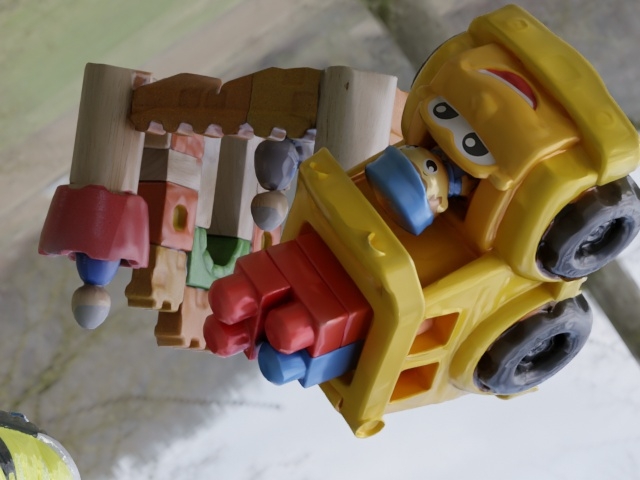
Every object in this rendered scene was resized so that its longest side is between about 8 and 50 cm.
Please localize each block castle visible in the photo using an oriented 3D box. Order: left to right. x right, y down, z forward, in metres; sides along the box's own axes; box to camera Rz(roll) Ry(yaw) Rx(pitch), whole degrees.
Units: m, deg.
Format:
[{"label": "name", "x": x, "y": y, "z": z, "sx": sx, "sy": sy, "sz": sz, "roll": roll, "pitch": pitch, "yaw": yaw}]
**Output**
[{"label": "block castle", "x": 0.000, "y": 0.000, "z": 1.291, "sx": 0.303, "sy": 0.213, "sz": 0.453, "roll": 5, "pitch": 175, "yaw": 27}]

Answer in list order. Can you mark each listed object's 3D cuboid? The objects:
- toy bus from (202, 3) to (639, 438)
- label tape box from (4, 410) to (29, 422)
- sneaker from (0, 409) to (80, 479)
[{"label": "toy bus", "x": 0.043, "y": 0.001, "z": 0.838, "sx": 0.211, "sy": 0.149, "sz": 0.220, "roll": -16, "pitch": 144, "yaw": -28}, {"label": "label tape box", "x": -0.362, "y": 0.347, "z": 1.595, "sx": 0.249, "sy": 0.348, "sz": 0.115, "roll": -1, "pitch": -154, "yaw": 35}, {"label": "sneaker", "x": -0.324, "y": 0.209, "z": 1.173, "sx": 0.384, "sy": 0.147, "sz": 0.145, "roll": 15, "pitch": 111, "yaw": -53}]
